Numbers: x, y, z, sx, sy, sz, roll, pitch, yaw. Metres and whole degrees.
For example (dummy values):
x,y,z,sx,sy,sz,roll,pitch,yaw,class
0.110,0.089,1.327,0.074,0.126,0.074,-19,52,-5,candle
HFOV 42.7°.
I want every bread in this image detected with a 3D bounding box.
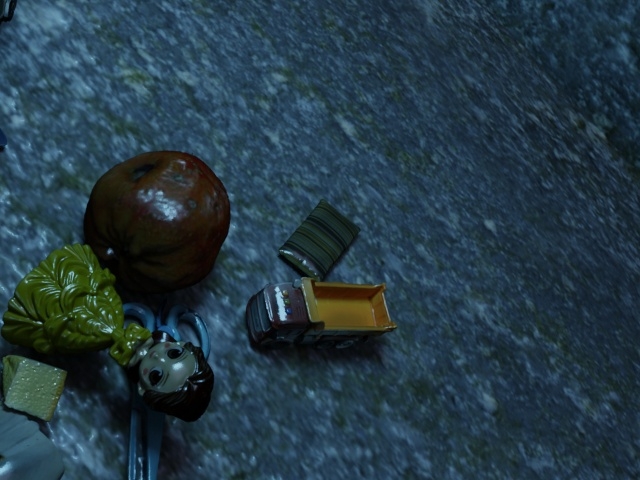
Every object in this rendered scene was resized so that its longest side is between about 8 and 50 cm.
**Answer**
x,y,z,sx,sy,sz,roll,pitch,yaw,class
-0.445,0.217,1.229,0.084,0.109,0.080,30,69,-33,bread

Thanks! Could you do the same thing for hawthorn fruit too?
x,y,z,sx,sy,sz,roll,pitch,yaw,class
-0.275,-0.032,1.419,0.258,0.258,0.262,58,28,12,hawthorn fruit

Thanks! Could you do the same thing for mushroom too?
x,y,z,sx,sy,sz,roll,pitch,yaw,class
-0.494,0.361,1.099,0.159,0.122,0.329,18,39,25,mushroom

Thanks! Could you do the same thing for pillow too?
x,y,z,sx,sy,sz,roll,pitch,yaw,class
0.000,0.000,1.712,0.113,0.038,0.203,40,46,0,pillow

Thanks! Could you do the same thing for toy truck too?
x,y,z,sx,sy,sz,roll,pitch,yaw,class
0.002,0.140,1.549,0.271,0.135,0.114,4,59,-32,toy truck

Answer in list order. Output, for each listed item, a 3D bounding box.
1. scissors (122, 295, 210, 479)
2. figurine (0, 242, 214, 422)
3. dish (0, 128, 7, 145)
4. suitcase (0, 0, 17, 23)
x,y,z,sx,sy,sz,roll,pitch,yaw,class
-0.271,0.252,1.332,0.180,0.032,0.392,17,44,-21,scissors
-0.299,0.155,1.249,0.315,0.168,0.187,29,34,16,figurine
-0.639,-0.183,1.361,0.236,0.086,0.227,-51,124,-65,dish
-0.755,-0.471,1.418,0.434,0.194,0.283,11,55,-28,suitcase
